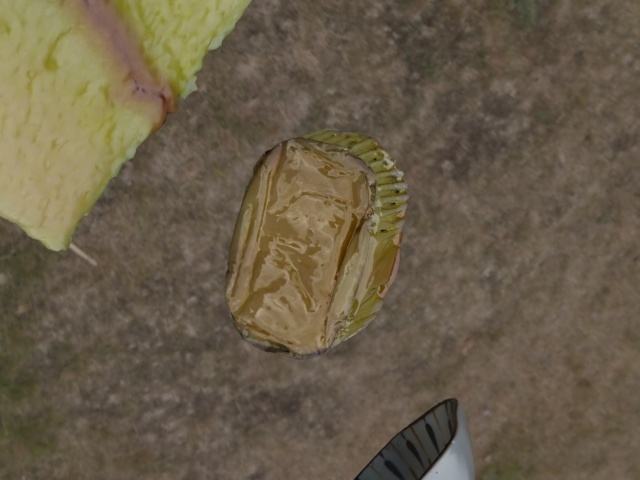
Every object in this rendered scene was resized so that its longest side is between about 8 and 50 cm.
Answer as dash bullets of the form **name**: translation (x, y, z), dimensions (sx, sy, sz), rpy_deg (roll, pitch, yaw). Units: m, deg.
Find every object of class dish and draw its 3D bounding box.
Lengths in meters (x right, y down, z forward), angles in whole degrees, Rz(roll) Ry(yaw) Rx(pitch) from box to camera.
- **dish**: translation (0.067, 0.213, 0.801), dimensions (0.066, 0.190, 0.190), rpy_deg (43, 99, -1)

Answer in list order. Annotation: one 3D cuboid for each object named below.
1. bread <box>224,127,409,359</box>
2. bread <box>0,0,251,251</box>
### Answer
- **bread**: translation (0.000, 0.000, 0.891), dimensions (0.114, 0.132, 0.190), rpy_deg (-19, 128, -62)
- **bread**: translation (-0.155, -0.134, 0.340), dimensions (0.167, 0.163, 0.264), rpy_deg (-55, 154, -15)
